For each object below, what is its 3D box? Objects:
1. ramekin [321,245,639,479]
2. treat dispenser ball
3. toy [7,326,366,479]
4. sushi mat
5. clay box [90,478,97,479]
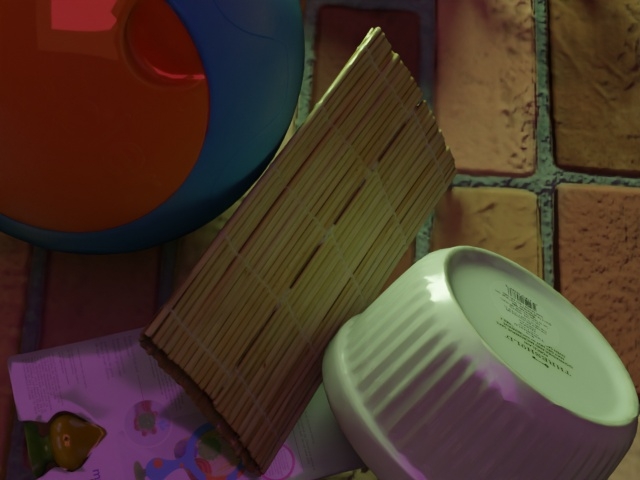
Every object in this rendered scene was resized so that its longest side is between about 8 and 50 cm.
[{"bbox_3d":[0.114,0.098,0.803,0.207,0.207,0.109,42,115,10],"label":"ramekin"},{"bbox_3d":[-0.155,-0.134,0.832,0.288,0.288,0.288,1,71,-4],"label":"treat dispenser ball"},{"bbox_3d":[-0.094,0.127,0.867,0.237,0.056,0.137,-11,73,-14],"label":"toy"},{"bbox_3d":[0.000,0.000,0.850,0.019,0.151,0.316,0,44,42],"label":"sushi mat"},{"bbox_3d":[-0.091,0.250,0.721,0.222,0.053,0.127,23,79,39],"label":"clay box"}]
